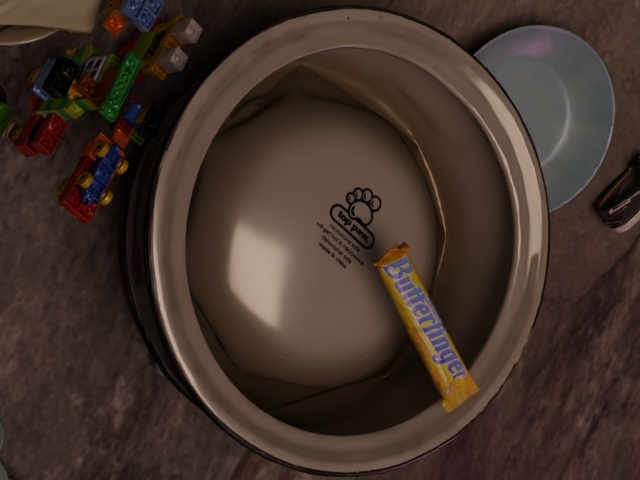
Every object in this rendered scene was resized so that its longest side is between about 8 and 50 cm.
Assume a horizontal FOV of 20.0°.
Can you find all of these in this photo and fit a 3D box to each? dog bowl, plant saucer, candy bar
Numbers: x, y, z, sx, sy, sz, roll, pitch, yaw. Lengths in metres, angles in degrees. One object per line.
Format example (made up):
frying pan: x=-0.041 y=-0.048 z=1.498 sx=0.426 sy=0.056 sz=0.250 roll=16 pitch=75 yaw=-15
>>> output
dog bowl: x=0.000 y=0.000 z=1.629 sx=0.408 sy=0.150 sz=0.408 roll=-1 pitch=91 yaw=-30
plant saucer: x=0.197 y=-0.119 z=1.787 sx=0.195 sy=0.037 sz=0.195 roll=-8 pitch=109 yaw=-23
candy bar: x=0.091 y=0.074 z=1.587 sx=0.040 sy=0.018 sz=0.161 roll=-35 pitch=109 yaw=-25

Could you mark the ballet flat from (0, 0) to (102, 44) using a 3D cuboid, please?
ballet flat: x=-0.299 y=-0.198 z=1.524 sx=0.248 sy=0.086 sz=0.086 roll=-5 pitch=108 yaw=-24

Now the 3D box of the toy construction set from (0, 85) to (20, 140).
toy construction set: x=-0.430 y=-0.059 z=1.450 sx=0.237 sy=0.257 sz=0.309 roll=26 pitch=74 yaw=15

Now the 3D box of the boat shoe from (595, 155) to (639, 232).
boat shoe: x=0.332 y=-0.065 z=1.861 sx=0.125 sy=0.046 sz=0.038 roll=-46 pitch=123 yaw=4

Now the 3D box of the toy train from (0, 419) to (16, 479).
toy train: x=-0.346 y=0.283 z=1.622 sx=0.190 sy=0.142 sz=0.334 roll=-18 pitch=114 yaw=-5

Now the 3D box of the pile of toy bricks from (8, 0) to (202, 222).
pile of toy bricks: x=-0.201 y=-0.124 z=1.528 sx=0.118 sy=0.105 sz=0.212 roll=44 pitch=58 yaw=-36

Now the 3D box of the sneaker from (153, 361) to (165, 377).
sneaker: x=-0.087 y=0.068 z=1.706 sx=0.166 sy=0.065 sz=0.076 roll=-24 pitch=110 yaw=-18
